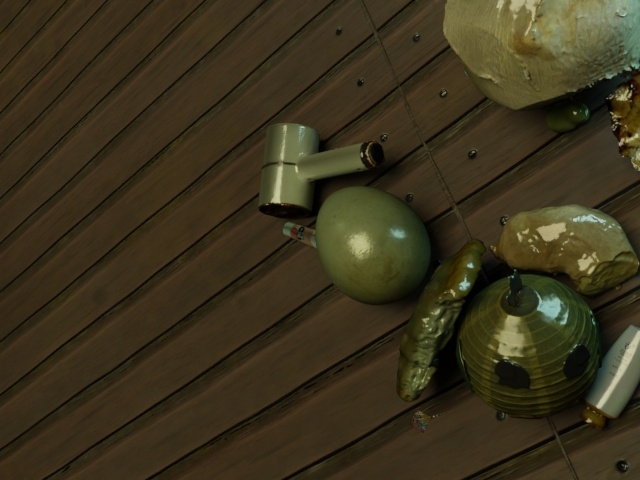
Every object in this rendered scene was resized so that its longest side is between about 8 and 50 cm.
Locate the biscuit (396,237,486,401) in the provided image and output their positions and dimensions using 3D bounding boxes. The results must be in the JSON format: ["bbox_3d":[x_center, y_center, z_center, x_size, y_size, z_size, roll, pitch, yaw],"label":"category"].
[{"bbox_3d":[0.208,0.150,1.539,0.078,0.329,0.335,25,102,10],"label":"biscuit"}]

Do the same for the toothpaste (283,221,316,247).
[{"bbox_3d":[0.000,0.000,1.921,0.205,0.036,0.056,19,88,37],"label":"toothpaste"}]

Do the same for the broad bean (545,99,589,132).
[{"bbox_3d":[0.463,-0.236,1.601,0.083,0.045,0.063,-10,84,45],"label":"broad bean"}]

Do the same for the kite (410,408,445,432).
[{"bbox_3d":[0.209,0.355,1.665,0.078,0.002,0.044,-2,76,40],"label":"kite"}]

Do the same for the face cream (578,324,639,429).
[{"bbox_3d":[0.498,0.231,1.429,0.072,0.051,0.182,32,97,39],"label":"face cream"}]

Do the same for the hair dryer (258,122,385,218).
[{"bbox_3d":[0.010,-0.170,1.878,0.362,0.128,0.203,-8,71,45],"label":"hair dryer"}]

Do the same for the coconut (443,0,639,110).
[{"bbox_3d":[0.386,-0.409,1.480,0.346,0.360,0.346,-17,53,25],"label":"coconut"}]

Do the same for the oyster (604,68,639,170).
[{"bbox_3d":[0.654,-0.227,1.386,0.361,0.096,0.221,-26,90,36],"label":"oyster"}]

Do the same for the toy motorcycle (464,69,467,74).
[{"bbox_3d":[0.332,-0.397,1.719,0.058,0.100,0.173,0,80,39],"label":"toy motorcycle"}]

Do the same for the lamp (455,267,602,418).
[{"bbox_3d":[0.347,0.158,1.427,0.250,0.284,0.250,-11,41,10],"label":"lamp"}]

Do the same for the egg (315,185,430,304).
[{"bbox_3d":[0.097,0.000,1.722,0.218,0.218,0.295,-53,39,15],"label":"egg"}]

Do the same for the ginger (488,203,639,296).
[{"bbox_3d":[0.424,0.009,1.501,0.267,0.138,0.152,17,94,36],"label":"ginger"}]
